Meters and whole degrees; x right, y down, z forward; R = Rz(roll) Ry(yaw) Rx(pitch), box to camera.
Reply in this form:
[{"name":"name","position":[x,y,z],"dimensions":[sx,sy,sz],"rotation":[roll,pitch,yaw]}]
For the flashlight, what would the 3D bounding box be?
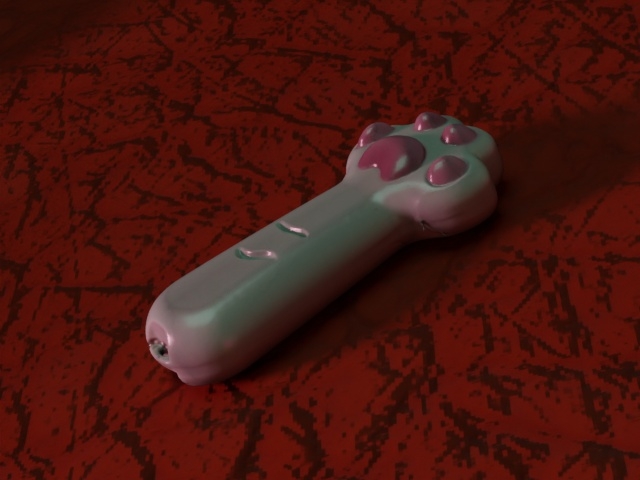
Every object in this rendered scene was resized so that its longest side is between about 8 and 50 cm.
[{"name":"flashlight","position":[0.000,0.000,0.903],"dimensions":[0.200,0.047,0.093],"rotation":[-34,33,-18]}]
